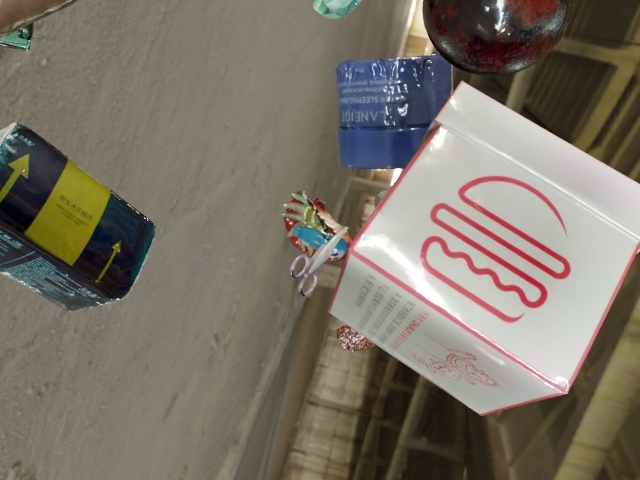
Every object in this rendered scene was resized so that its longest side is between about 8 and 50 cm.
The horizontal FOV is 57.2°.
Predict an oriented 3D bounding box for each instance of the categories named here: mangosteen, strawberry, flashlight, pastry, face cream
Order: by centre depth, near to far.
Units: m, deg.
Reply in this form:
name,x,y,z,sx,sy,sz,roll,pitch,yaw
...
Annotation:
name,x,y,z,sx,sy,sz,roll,pitch,yaw
mangosteen,0.250,-0.344,0.835,0.216,0.216,0.215,14,90,-85
face cream,0.155,-0.275,1.244,0.249,0.249,0.224,-59,147,-75
flashlight,0.000,0.000,1.250,0.051,0.129,0.051,-37,140,-39
strawberry,-0.005,-0.016,1.688,0.138,0.233,0.306,-42,165,7
pastry,0.159,0.304,1.966,0.097,0.209,0.115,48,21,-76

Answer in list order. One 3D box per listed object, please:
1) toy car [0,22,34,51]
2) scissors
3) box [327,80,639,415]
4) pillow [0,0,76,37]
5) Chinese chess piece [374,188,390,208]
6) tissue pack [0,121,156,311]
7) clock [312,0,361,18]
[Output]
name,x,y,z,sx,sy,sz,roll,pitch,yaw
toy car,-0.868,-0.705,1.670,0.097,0.142,0.320,-171,-90,-67
scissors,0.002,0.029,1.152,0.176,0.022,0.085,-49,130,-32
box,0.219,0.031,0.839,0.300,0.312,0.314,-53,171,-20
pillow,-0.771,-0.633,1.404,0.308,0.305,0.108,-37,171,-21
Chinese chess piece,0.198,-0.068,1.579,0.144,0.059,0.144,158,-90,-82
tissue pack,-0.636,-0.039,1.348,0.416,0.264,0.253,43,46,-39
clock,0.067,-0.665,1.550,0.148,0.060,0.189,-61,-146,2
